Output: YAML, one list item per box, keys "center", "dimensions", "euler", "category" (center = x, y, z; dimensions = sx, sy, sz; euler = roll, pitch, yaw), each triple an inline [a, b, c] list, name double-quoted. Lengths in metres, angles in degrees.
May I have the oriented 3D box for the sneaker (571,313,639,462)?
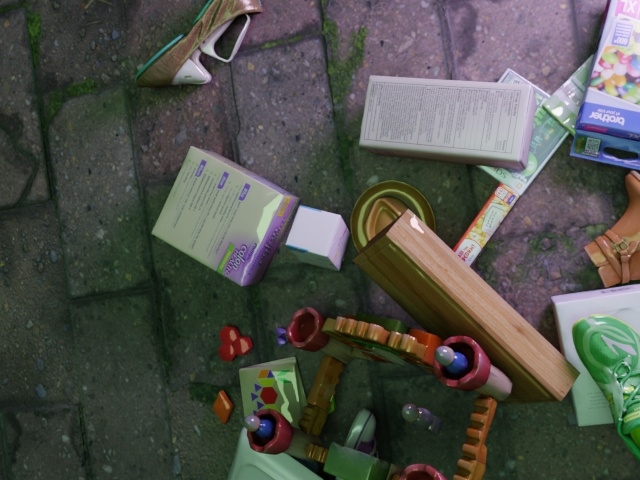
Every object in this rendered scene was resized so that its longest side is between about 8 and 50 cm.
- center: [0.518, 0.253, 1.084]
  dimensions: [0.109, 0.123, 0.296]
  euler: [-30, 83, 16]
  category: "sneaker"

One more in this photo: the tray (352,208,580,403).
- center: [0.253, 0.135, 1.220]
  dimensions: [0.411, 0.203, 0.076]
  euler: [43, 70, 0]
  category: "tray"

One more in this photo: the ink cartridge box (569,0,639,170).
- center: [0.585, -0.289, 1.206]
  dimensions: [0.185, 0.065, 0.311]
  euler: [15, 90, 11]
  category: "ink cartridge box"

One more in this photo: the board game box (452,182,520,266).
- center: [0.309, -0.015, 1.273]
  dimensions: [0.045, 0.146, 0.194]
  euler: [36, 100, 13]
  category: "board game box"

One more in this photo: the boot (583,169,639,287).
- center: [0.564, -0.018, 1.237]
  dimensions: [0.152, 0.073, 0.197]
  euler: [-24, 82, 20]
  category: "boot"

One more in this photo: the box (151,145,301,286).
- center: [-0.203, -0.054, 1.441]
  dimensions: [0.242, 0.117, 0.214]
  euler: [28, 99, 15]
  category: "box"

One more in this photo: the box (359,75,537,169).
- center: [0.245, -0.227, 1.281]
  dimensions: [0.310, 0.121, 0.148]
  euler: [11, 91, 23]
  category: "box"

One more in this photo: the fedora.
- center: [0.142, -0.028, 1.357]
  dimensions: [0.194, 0.079, 0.195]
  euler: [0, 90, 17]
  category: "fedora"

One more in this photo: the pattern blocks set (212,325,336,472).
- center: [-0.104, 0.353, 1.465]
  dimensions: [0.285, 0.026, 0.325]
  euler: [1, 91, 17]
  category: "pattern blocks set"

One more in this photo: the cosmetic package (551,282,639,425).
- center: [0.558, 0.200, 1.206]
  dimensions: [0.223, 0.138, 0.225]
  euler: [-11, 88, 16]
  category: "cosmetic package"

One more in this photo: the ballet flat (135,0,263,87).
- center: [-0.259, -0.429, 1.468]
  dimensions: [0.342, 0.116, 0.124]
  euler: [-42, 99, 9]
  category: "ballet flat"

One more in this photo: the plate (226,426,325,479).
- center: [-0.090, 0.561, 1.392]
  dimensions: [0.277, 0.045, 0.277]
  euler: [30, 126, 17]
  category: "plate"

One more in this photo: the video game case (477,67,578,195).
- center: [0.383, -0.214, 1.311]
  dimensions: [0.173, 0.022, 0.190]
  euler: [38, 101, 12]
  category: "video game case"

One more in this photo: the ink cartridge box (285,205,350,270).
- center: [0.000, 0.000, 1.376]
  dimensions: [0.092, 0.143, 0.090]
  euler: [15, 78, 16]
  category: "ink cartridge box"

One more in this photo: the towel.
- center: [0.513, -0.273, 1.256]
  dimensions: [0.152, 0.023, 0.113]
  euler: [-44, 79, 1]
  category: "towel"

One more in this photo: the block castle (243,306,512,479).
- center: [0.086, 0.292, 1.189]
  dimensions: [0.453, 0.212, 0.303]
  euler: [4, 67, 46]
  category: "block castle"

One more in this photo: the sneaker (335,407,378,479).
- center: [0.113, 0.491, 1.373]
  dimensions: [0.160, 0.102, 0.282]
  euler: [14, 106, 12]
  category: "sneaker"
